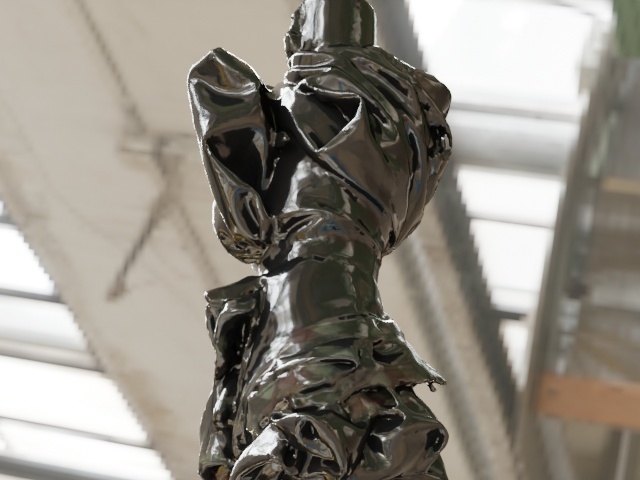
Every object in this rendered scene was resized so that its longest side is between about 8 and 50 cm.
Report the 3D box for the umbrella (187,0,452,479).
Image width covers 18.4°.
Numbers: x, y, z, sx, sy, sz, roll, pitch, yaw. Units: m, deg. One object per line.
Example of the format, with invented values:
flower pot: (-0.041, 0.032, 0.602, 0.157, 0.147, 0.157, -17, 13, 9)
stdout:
umbrella: (-0.001, 0.001, 0.904, 0.110, 0.122, 0.272, 79, -168, -61)
